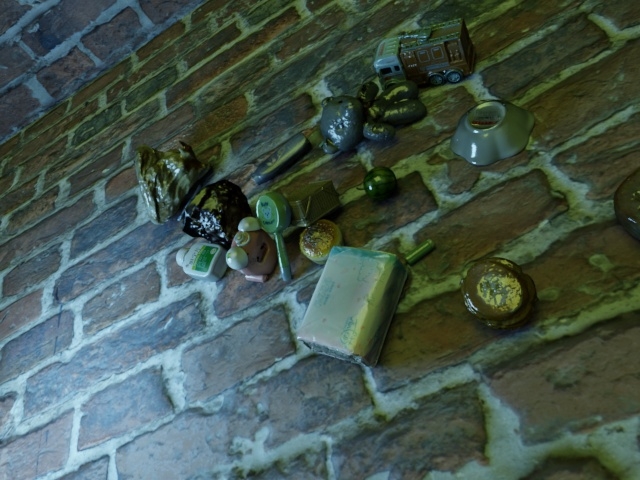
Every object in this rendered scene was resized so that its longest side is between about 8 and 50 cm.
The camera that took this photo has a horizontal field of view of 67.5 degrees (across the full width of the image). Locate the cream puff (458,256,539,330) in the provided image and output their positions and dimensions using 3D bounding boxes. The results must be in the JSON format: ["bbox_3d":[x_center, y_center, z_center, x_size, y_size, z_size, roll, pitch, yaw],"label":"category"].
[{"bbox_3d":[0.386,0.116,1.031,0.150,0.115,0.166,-18,61,29],"label":"cream puff"}]

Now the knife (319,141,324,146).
[{"bbox_3d":[0.030,-0.351,1.638,0.091,0.005,0.014,-44,47,-3],"label":"knife"}]

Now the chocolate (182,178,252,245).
[{"bbox_3d":[-0.286,-0.060,1.512,0.177,0.207,0.224,39,43,23],"label":"chocolate"}]

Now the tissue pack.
[{"bbox_3d":[0.079,0.156,1.187,0.201,0.124,0.271,6,64,38],"label":"tissue pack"}]

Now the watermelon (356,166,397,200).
[{"bbox_3d":[0.167,-0.160,1.366,0.108,0.109,0.109,-16,53,22],"label":"watermelon"}]

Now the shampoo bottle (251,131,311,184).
[{"bbox_3d":[-0.139,-0.281,1.662,0.233,0.049,0.087,-39,46,3],"label":"shampoo bottle"}]

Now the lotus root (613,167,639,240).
[{"bbox_3d":[0.788,-0.072,0.929,0.374,0.111,0.391,-1,61,36],"label":"lotus root"}]

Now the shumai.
[{"bbox_3d":[-0.539,-0.224,1.801,0.262,0.267,0.315,-10,74,-8],"label":"shumai"}]

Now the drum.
[{"bbox_3d":[-0.108,-0.017,1.359,0.130,0.049,0.254,-28,82,50],"label":"drum"}]

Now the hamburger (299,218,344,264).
[{"bbox_3d":[0.000,0.000,1.365,0.126,0.081,0.141,-43,48,-3],"label":"hamburger"}]

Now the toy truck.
[{"bbox_3d":[0.319,-0.584,1.516,0.305,0.162,0.137,-2,59,30],"label":"toy truck"}]

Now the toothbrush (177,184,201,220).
[{"bbox_3d":[-0.495,-0.143,1.809,0.017,0.014,0.162,1,59,48],"label":"toothbrush"}]

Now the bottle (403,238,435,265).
[{"bbox_3d":[0.254,0.029,1.226,0.083,0.030,0.030,-37,48,4],"label":"bottle"}]

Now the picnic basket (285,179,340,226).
[{"bbox_3d":[-0.033,-0.110,1.406,0.164,0.080,0.115,-37,22,-35],"label":"picnic basket"}]

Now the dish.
[{"bbox_3d":[0.458,-0.318,1.306,0.229,0.081,0.230,-15,53,22],"label":"dish"}]

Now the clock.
[{"bbox_3d":[-0.197,0.029,1.413,0.092,0.162,0.166,4,62,30],"label":"clock"}]

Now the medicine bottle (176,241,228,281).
[{"bbox_3d":[-0.387,0.066,1.564,0.183,0.069,0.119,7,68,36],"label":"medicine bottle"}]

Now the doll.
[{"bbox_3d":[0.150,-0.413,1.505,0.340,0.158,0.246,-16,66,18],"label":"doll"}]
